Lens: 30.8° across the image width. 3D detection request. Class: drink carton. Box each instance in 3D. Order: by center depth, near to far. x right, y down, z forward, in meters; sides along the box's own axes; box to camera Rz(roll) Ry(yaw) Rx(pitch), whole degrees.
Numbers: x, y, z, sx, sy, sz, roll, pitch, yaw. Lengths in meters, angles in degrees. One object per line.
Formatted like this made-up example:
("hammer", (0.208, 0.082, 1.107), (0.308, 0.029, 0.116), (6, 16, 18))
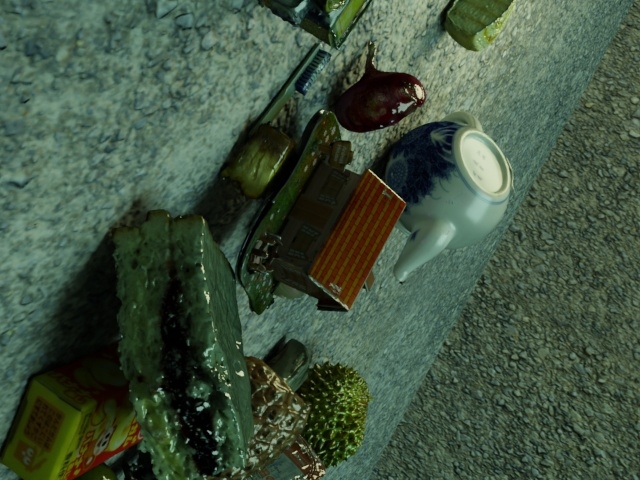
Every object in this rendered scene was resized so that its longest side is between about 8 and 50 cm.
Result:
("drink carton", (-0.137, 0.477, 2.350), (0.191, 0.185, 0.189), (-19, 153, -46))

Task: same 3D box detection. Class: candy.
("candy", (-0.302, 0.228, 1.591), (0.146, 0.088, 0.276), (-65, 163, 17))

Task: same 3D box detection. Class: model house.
("model house", (0.016, -0.019, 1.683), (0.294, 0.154, 0.207), (-62, 163, -19))

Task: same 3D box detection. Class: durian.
("durian", (0.002, 0.365, 2.474), (0.200, 0.176, 0.237), (-31, -155, 46))

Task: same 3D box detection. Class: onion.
("onion", (0.088, -0.249, 1.858), (0.150, 0.150, 0.140), (-33, 111, -54))

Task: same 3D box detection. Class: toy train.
("toy train", (0.021, -0.368, 1.407), (0.261, 0.134, 0.177), (-56, 171, -5))

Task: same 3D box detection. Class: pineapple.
("pineapple", (-0.075, -0.124, 1.649), (0.137, 0.069, 0.116), (-50, 171, -41))
("pineapple", (-0.201, 0.355, 1.928), (0.362, 0.202, 0.202), (-40, 156, -27))

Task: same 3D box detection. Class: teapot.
("teapot", (0.223, -0.098, 2.283), (0.280, 0.252, 0.424), (-30, -148, 42))

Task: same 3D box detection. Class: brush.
("brush", (-0.043, -0.207, 1.671), (0.178, 0.030, 0.033), (-54, 172, -15))

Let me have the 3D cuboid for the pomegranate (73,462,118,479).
("pomegranate", (-0.350, 0.379, 1.609), (0.169, 0.148, 0.148), (-61, 170, -50))

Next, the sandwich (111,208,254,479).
("sandwich", (-0.167, 0.152, 1.491), (0.262, 0.131, 0.325), (74, 7, -66))

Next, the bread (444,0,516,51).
("bread", (0.299, -0.413, 2.139), (0.156, 0.103, 0.110), (-46, 155, -16))

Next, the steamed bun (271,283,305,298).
("steamed bun", (0.000, 0.000, 1.901), (0.225, 0.170, 0.200), (-53, 164, -14))

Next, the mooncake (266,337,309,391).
("mooncake", (-0.075, 0.269, 2.312), (0.130, 0.073, 0.125), (-45, 162, -33))
